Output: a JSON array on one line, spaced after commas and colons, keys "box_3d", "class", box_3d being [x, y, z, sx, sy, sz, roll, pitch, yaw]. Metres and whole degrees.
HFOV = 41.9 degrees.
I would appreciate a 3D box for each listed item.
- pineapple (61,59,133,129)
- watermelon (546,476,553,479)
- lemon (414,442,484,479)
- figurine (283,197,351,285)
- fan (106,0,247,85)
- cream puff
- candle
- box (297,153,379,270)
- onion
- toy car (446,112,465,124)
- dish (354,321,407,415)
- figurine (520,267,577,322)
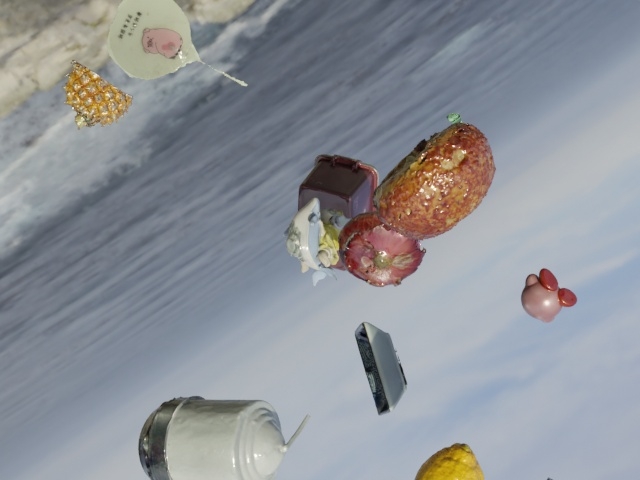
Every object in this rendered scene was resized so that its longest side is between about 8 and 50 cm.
[{"box_3d": [-0.553, -0.328, 2.017, 0.136, 0.161, 0.176, -59, 160, -4], "class": "pineapple"}, {"box_3d": [0.397, 0.548, 1.645, 0.202, 0.136, 0.207, -8, -141, 32], "class": "watermelon"}, {"box_3d": [0.256, 0.486, 1.646, 0.142, 0.142, 0.187, -23, 133, -74], "class": "lemon"}, {"box_3d": [0.000, 0.000, 1.996, 0.184, 0.208, 0.128, -7, 175, -37], "class": "figurine"}, {"box_3d": [-0.290, -0.389, 1.724, 0.010, 0.310, 0.182, -71, -174, -82], "class": "fan"}, {"box_3d": [0.206, -0.098, 1.493, 0.240, 0.164, 0.240, -42, -168, 11], "class": "cream puff"}, {"box_3d": [-0.213, 0.455, 1.841, 0.343, 0.221, 0.221, -5, -168, 28], "class": "candle"}, {"box_3d": [0.039, -0.070, 2.277, 0.167, 0.193, 0.294, -49, 148, -48], "class": "box"}, {"box_3d": [0.127, 0.002, 1.746, 0.184, 0.184, 0.147, -37, -152, 42], "class": "onion"}, {"box_3d": [0.354, -0.265, 2.120, 0.054, 0.073, 0.143, -12, -145, 10], "class": "toy car"}, {"box_3d": [0.168, 0.336, 2.226, 0.080, 0.243, 0.182, -14, 166, -9], "class": "dish"}, {"box_3d": [0.359, 0.092, 1.354, 0.067, 0.083, 0.071, -30, 172, -43], "class": "figurine"}]
